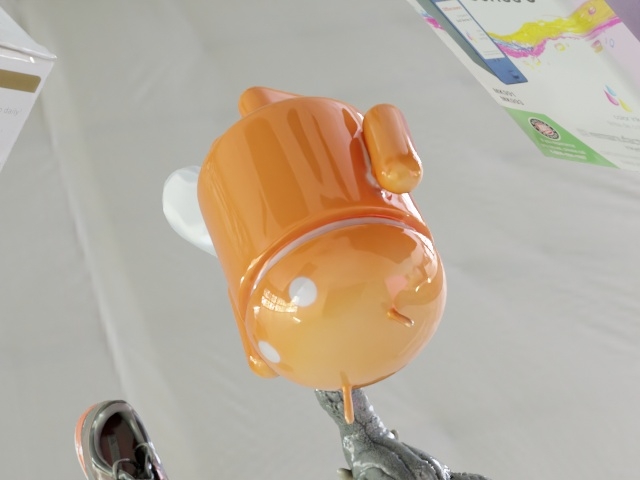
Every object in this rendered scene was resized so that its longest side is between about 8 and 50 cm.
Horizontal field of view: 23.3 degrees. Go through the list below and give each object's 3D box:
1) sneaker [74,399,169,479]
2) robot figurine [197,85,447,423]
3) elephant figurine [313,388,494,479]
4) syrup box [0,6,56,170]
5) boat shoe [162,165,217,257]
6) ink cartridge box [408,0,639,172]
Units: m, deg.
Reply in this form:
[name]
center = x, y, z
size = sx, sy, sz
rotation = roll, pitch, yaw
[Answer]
[sneaker]
center = -0.120, 0.175, 1.004
size = 0.061, 0.158, 0.065
rotation = -20, 168, -21
[robot figurine]
center = 0.001, -0.001, 0.944
size = 0.158, 0.128, 0.219
rotation = -27, -129, 5
[elephant figurine]
center = 0.084, 0.245, 1.319
size = 0.186, 0.239, 0.169
rotation = 4, -132, 12
[syrup box]
center = -0.220, -0.012, 0.678
size = 0.096, 0.237, 0.093
rotation = 4, -148, -50
[boat shoe]
center = -0.026, 0.009, 1.223
size = 0.228, 0.080, 0.076
rotation = 31, -155, 32
[ink cartridge box]
center = 0.127, -0.136, 0.824
size = 0.093, 0.212, 0.154
rotation = -50, -152, -12
